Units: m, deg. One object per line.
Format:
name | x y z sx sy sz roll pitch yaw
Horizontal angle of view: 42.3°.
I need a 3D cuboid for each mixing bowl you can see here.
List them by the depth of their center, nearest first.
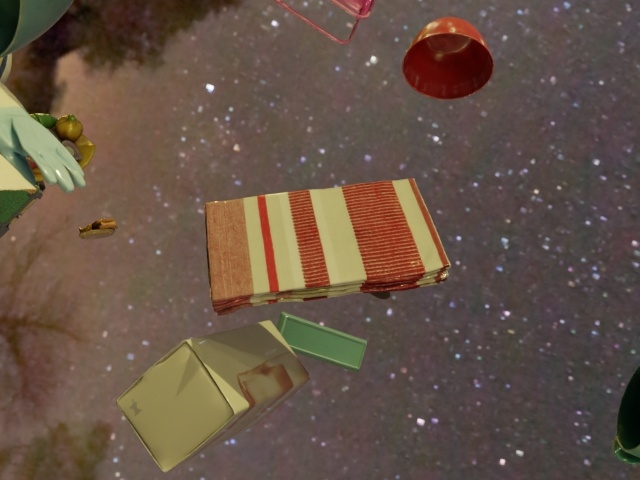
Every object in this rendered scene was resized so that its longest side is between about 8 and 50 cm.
mixing bowl | 0.258 -0.383 1.670 0.181 0.181 0.098 -39 -145 48

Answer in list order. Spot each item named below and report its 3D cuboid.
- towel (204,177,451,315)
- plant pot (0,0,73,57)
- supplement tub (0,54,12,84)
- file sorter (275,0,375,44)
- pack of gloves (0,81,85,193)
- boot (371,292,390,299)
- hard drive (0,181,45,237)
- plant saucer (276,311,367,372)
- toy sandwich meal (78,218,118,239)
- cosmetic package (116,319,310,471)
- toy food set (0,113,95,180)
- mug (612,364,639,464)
towel | 0.000 0.000 1.193 0.237 0.329 0.037 -103 -173 -51
plant pot | -0.453 -0.429 1.204 0.195 0.290 0.290 -36 175 -45
supplement tub | -0.765 -0.398 1.567 0.316 0.228 0.228 56 44 -70
file sorter | 0.062 -0.553 1.568 0.290 0.202 0.182 -49 -164 42
pack of gloves | -0.370 -0.116 0.870 0.046 0.232 0.195 -50 168 18
boot | 0.088 0.021 1.284 0.037 0.106 0.114 -25 -156 39
hard drive | -0.713 -0.104 1.516 0.237 0.339 0.064 -41 -130 12
plant saucer | 0.002 0.198 1.597 0.018 0.192 0.067 -7 -116 68
toy sandwich meal | -0.472 -0.024 1.746 0.085 0.085 0.029 -21 -103 59
cosmetic package | -0.150 0.226 1.258 0.153 0.296 0.129 -41 -103 16
toy food set | -0.481 -0.168 1.395 0.128 0.218 0.071 47 -47 18
mug | 0.443 0.223 1.042 0.158 0.097 0.129 102 8 -74
